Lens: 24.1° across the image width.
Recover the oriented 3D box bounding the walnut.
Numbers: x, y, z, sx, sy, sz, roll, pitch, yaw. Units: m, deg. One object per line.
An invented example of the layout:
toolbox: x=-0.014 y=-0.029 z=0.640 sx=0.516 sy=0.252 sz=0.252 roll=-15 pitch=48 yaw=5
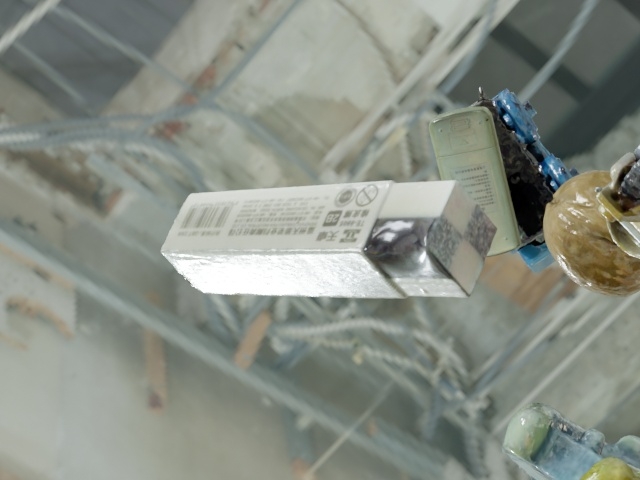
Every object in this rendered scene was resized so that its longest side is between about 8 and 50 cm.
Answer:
walnut: x=0.362 y=-0.012 z=1.889 sx=0.166 sy=0.166 sz=0.149 roll=44 pitch=-177 yaw=5

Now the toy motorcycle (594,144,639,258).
toy motorcycle: x=0.276 y=-0.036 z=1.224 sx=0.094 sy=0.130 sz=0.229 roll=51 pitch=-160 yaw=15

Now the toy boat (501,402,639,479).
toy boat: x=0.336 y=0.266 z=1.779 sx=0.215 sy=0.123 sz=0.330 roll=31 pitch=173 yaw=31

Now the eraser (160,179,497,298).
eraser: x=0.000 y=0.000 z=1.665 sx=0.096 sy=0.404 sz=0.098 roll=47 pitch=-123 yaw=-36

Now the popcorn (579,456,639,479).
popcorn: x=0.309 y=0.336 z=1.358 sx=0.335 sy=0.279 sz=0.274 roll=11 pitch=-124 yaw=-51

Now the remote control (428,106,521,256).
remote control: x=0.234 y=-0.087 z=2.278 sx=0.038 sy=0.098 sz=0.233 roll=-59 pitch=-44 yaw=-66

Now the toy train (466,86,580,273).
toy train: x=0.334 y=-0.111 z=2.590 sx=0.300 sy=0.188 sz=0.265 roll=57 pitch=-172 yaw=16
